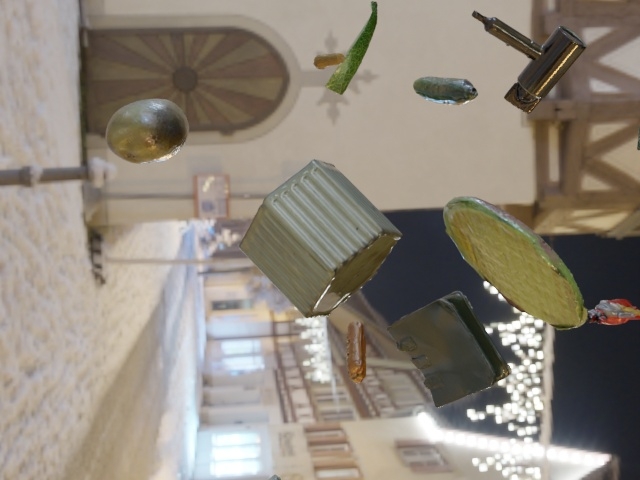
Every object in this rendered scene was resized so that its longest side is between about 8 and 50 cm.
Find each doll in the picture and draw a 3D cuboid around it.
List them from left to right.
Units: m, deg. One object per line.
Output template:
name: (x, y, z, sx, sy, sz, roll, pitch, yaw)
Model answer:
doll: (0.641, 0.163, 1.919, 0.109, 0.169, 0.057, 20, -64, 58)

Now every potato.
potato: (-0.392, -0.256, 2.023, 0.251, 0.174, 0.159, -55, 162, -64)

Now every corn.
corn: (0.015, -0.359, 1.729, 0.083, 0.027, 0.028, 4, -113, 49)

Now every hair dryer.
hair dryer: (0.411, -0.404, 1.853, 0.195, 0.248, 0.078, -53, -163, 30)

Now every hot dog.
hot dog: (0.085, 0.260, 2.058, 0.165, 0.045, 0.071, -89, 170, -48)

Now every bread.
bread: (0.327, 0.035, 1.451, 0.301, 0.045, 0.301, 44, -11, 11)

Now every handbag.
handbag: (0.311, 0.272, 2.136, 0.260, 0.079, 0.247, -36, -97, 49)

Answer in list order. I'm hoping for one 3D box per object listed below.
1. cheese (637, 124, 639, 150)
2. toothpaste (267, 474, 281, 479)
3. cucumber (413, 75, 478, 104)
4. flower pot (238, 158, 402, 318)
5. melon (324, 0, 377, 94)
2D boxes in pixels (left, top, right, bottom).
cheese: (0.782, -0.229, 1.961, 0.026, 0.121, 0.067, -15, 110, -53)
toothpaste: (-0.140, 0.410, 1.187, 0.038, 0.233, 0.060, 44, -8, 9)
cucumber: (0.168, -0.195, 1.128, 0.155, 0.037, 0.037, -150, -125, -64)
flower pot: (0.000, 0.000, 1.518, 0.189, 0.209, 0.239, 46, -49, 15)
melon: (0.089, -0.484, 2.177, 0.261, 0.053, 0.114, -61, -169, -2)
